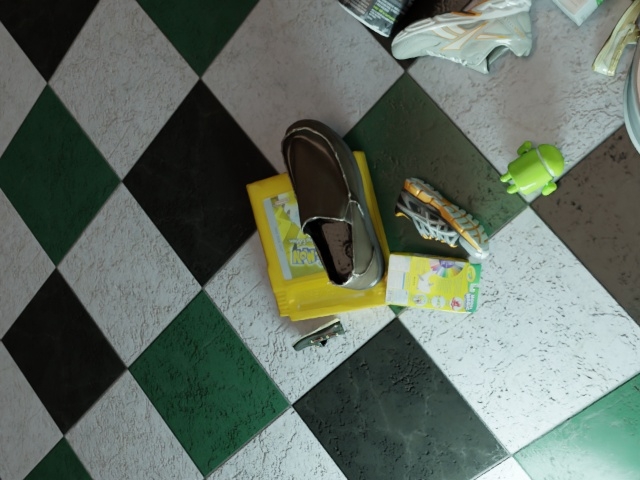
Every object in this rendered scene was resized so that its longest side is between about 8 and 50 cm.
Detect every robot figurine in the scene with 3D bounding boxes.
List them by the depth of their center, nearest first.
[{"bbox_3d":[0.385,-0.128,1.138,0.115,0.067,0.101,-33,78,26],"label":"robot figurine"}]

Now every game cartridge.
[{"bbox_3d":[0.000,0.000,1.358,0.285,0.052,0.324,-14,90,27],"label":"game cartridge"}]

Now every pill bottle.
[{"bbox_3d":[0.146,-0.515,1.166,0.130,0.130,0.246,42,113,15],"label":"pill bottle"}]

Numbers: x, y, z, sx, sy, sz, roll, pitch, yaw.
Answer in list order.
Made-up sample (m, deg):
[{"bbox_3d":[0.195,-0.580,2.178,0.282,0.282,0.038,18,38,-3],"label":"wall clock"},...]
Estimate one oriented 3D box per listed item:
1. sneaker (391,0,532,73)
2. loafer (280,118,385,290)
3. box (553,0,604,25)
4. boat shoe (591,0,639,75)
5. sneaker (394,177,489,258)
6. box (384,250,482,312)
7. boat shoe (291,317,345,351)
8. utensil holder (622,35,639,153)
[{"bbox_3d":[0.256,-0.356,1.156,0.262,0.099,0.121,-8,98,28],"label":"sneaker"},{"bbox_3d":[0.019,-0.070,1.238,0.134,0.130,0.366,-26,87,27],"label":"loafer"},{"bbox_3d":[0.425,-0.431,1.054,0.087,0.101,0.102,-45,77,25],"label":"box"},{"bbox_3d":[0.510,-0.341,1.059,0.045,0.050,0.135,33,120,15],"label":"boat shoe"},{"bbox_3d":[0.234,-0.031,1.225,0.215,0.084,0.083,43,117,24],"label":"sneaker"},{"bbox_3d":[0.221,0.081,1.245,0.179,0.043,0.105,7,99,11],"label":"box"},{"bbox_3d":[-0.006,0.217,1.393,0.133,0.049,0.042,-30,76,22],"label":"boat shoe"},{"bbox_3d":[0.582,-0.216,0.850,0.327,0.385,0.327,4,99,27],"label":"utensil holder"}]
